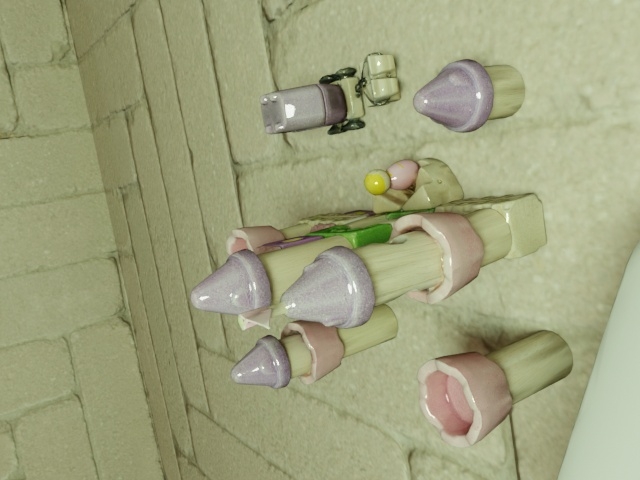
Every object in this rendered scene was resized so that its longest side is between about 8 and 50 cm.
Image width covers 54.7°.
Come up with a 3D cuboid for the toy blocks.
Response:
[{"bbox_3d":[0.000,0.000,0.517,0.288,0.260,0.309,1,103,59],"label":"toy blocks"}]

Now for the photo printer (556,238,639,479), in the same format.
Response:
[{"bbox_3d":[0.220,0.111,0.234,0.256,0.107,0.307,4,68,60],"label":"photo printer"}]
